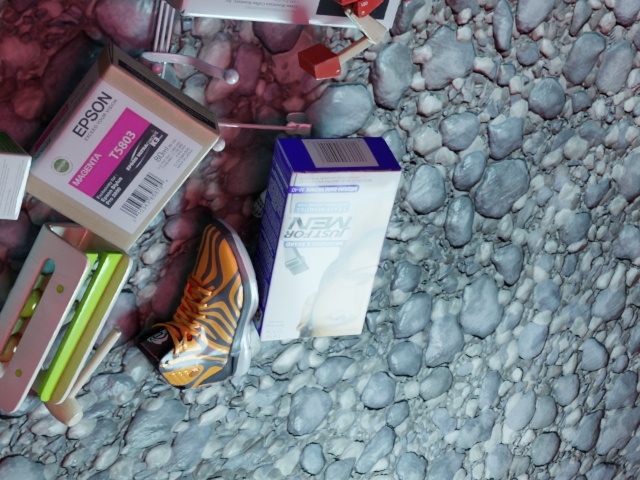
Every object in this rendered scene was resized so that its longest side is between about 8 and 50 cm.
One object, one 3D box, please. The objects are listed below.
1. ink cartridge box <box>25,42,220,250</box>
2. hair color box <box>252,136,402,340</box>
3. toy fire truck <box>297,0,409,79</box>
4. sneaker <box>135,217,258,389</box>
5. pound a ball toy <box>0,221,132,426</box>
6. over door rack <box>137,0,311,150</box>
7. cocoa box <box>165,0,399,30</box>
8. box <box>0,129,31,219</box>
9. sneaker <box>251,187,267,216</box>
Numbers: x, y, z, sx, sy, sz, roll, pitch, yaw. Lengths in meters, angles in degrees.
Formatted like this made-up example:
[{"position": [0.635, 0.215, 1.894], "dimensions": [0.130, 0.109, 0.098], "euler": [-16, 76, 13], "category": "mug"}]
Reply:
[{"position": [-0.289, -0.130, 1.858], "dimensions": [0.193, 0.088, 0.234], "euler": [32, 109, -25], "category": "ink cartridge box"}, {"position": [0.000, 0.000, 2.104], "dimensions": [0.185, 0.110, 0.338], "euler": [-3, 129, -19], "category": "hair color box"}, {"position": [0.059, -0.309, 1.772], "dimensions": [0.192, 0.047, 0.135], "euler": [-23, 131, -23], "category": "toy fire truck"}, {"position": [-0.206, 0.124, 2.121], "dimensions": [0.180, 0.124, 0.321], "euler": [-18, 127, -27], "category": "sneaker"}, {"position": [-0.411, 0.132, 1.998], "dimensions": [0.319, 0.136, 0.208], "euler": [-62, 158, 12], "category": "pound a ball toy"}, {"position": [-0.116, -0.263, 1.951], "dimensions": [0.324, 0.108, 0.239], "euler": [-5, 121, -34], "category": "over door rack"}, {"position": [-0.068, -0.441, 1.785], "dimensions": [0.347, 0.228, 0.231], "euler": [-2, 120, -35], "category": "cocoa box"}, {"position": [-0.468, -0.095, 1.806], "dimensions": [0.087, 0.101, 0.102], "euler": [2, 114, -36], "category": "box"}, {"position": [-0.020, -0.025, 2.200], "dimensions": [0.095, 0.090, 0.235], "euler": [-42, 128, 7], "category": "sneaker"}]
